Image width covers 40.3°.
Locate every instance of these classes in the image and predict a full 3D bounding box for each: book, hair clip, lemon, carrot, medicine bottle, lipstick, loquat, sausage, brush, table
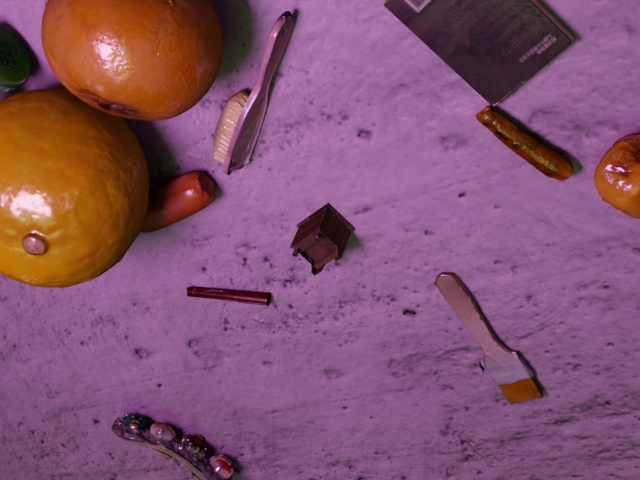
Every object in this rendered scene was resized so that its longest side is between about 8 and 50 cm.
[{"bbox_3d":[0.222,-0.310,1.236,0.228,0.024,0.160,39,130,-14],"label":"book"},{"bbox_3d":[-0.326,0.482,2.031,0.321,0.138,0.091,33,87,-9],"label":"hair clip"},{"bbox_3d":[-0.444,-0.084,1.447,0.348,0.348,0.348,9,130,11],"label":"lemon"},{"bbox_3d":[0.311,-0.148,1.329,0.171,0.042,0.042,35,130,-9],"label":"carrot"},{"bbox_3d":[-0.621,-0.262,1.491,0.274,0.133,0.133,-22,118,32],"label":"medicine bottle"},{"bbox_3d":[-0.183,0.107,1.718,0.176,0.027,0.027,5,129,17],"label":"lipstick"},{"bbox_3d":[0.470,-0.099,1.270,0.137,0.113,0.137,3,107,11],"label":"loquat"},{"bbox_3d":[-0.274,-0.066,1.574,0.197,0.076,0.076,-21,119,33],"label":"sausage"},{"bbox_3d":[-0.115,-0.236,1.389,0.067,0.072,0.313,33,131,9],"label":"brush"},{"bbox_3d":[0.307,0.181,1.614,0.085,0.020,0.336,-20,118,31],"label":"brush"},{"bbox_3d":[-0.272,-0.293,1.270,0.263,0.263,0.263,9,130,11],"label":"loquat"},{"bbox_3d":[0.000,0.000,1.527,0.070,0.082,0.083,43,128,-18],"label":"table"}]

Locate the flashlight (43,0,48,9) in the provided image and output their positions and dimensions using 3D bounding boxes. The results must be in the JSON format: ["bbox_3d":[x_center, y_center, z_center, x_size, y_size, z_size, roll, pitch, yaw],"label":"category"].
[{"bbox_3d":[-0.435,-0.374,1.410,0.018,0.018,0.083,14,131,8],"label":"flashlight"}]
